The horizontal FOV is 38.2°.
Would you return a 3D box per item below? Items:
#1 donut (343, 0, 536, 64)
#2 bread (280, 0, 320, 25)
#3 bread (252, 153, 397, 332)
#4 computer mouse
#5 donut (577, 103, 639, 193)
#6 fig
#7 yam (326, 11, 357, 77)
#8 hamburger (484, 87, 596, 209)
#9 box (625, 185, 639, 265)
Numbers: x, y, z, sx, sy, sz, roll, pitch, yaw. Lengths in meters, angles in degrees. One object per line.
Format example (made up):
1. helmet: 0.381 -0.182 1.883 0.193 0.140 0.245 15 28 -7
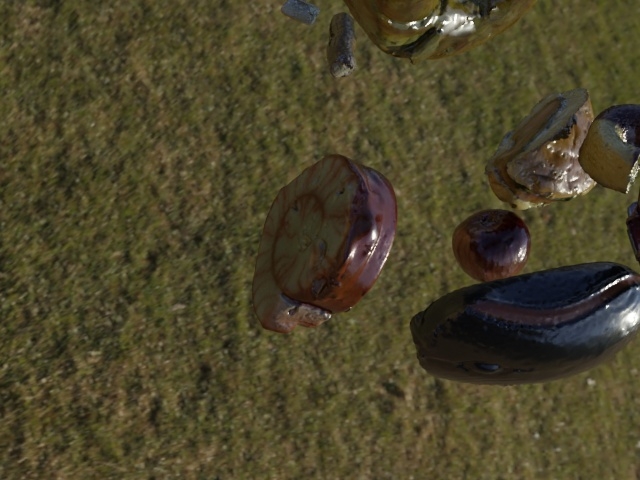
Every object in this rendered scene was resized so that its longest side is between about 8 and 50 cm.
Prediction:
1. donut: 0.179 -0.395 1.184 0.360 0.360 0.170 -7 56 -42
2. bread: -0.036 -0.454 1.824 0.070 0.035 0.083 25 25 2
3. bread: 0.002 -0.004 1.665 0.114 0.328 0.295 22 50 -28
4. computer mouse: 0.276 0.116 1.183 0.323 0.183 0.116 -10 55 -10
5. donut: 0.599 -0.201 1.856 0.085 0.141 0.217 86 28 -49
6. fig: 0.381 0.038 2.035 0.175 0.175 0.207 -45 126 -42
7. yam: 0.039 -0.352 1.663 0.057 0.057 0.241 41 24 -21
8. hamburger: 0.515 -0.173 2.011 0.330 0.162 0.209 -48 116 -34
9. box: 0.523 -0.060 1.098 0.193 0.294 0.167 -84 166 -54
